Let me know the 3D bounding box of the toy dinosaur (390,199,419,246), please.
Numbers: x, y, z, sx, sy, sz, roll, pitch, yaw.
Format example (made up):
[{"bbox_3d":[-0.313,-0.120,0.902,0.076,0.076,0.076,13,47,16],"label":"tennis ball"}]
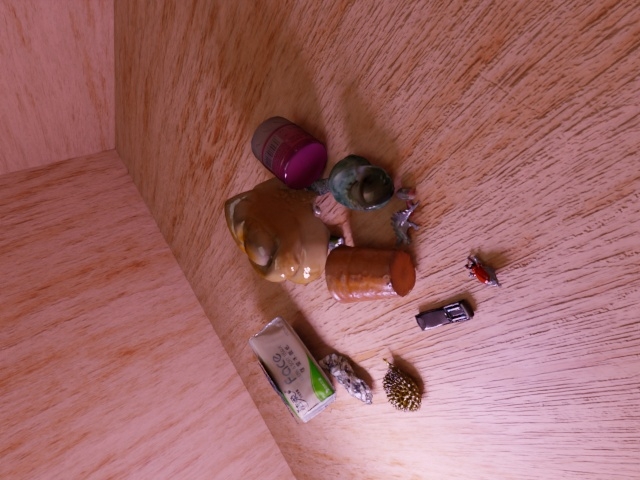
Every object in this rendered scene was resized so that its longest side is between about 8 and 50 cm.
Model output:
[{"bbox_3d":[0.228,-0.048,1.125,0.082,0.039,0.209,53,156,23],"label":"toy dinosaur"}]

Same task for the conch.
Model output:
[{"bbox_3d":[0.112,-0.162,1.159,0.176,0.122,0.188,-37,82,35],"label":"conch"}]

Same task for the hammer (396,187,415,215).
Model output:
[{"bbox_3d":[0.238,-0.102,1.111,0.053,0.031,0.083,14,133,54],"label":"hammer"}]

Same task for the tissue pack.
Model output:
[{"bbox_3d":[-0.120,0.581,1.832,0.405,0.205,0.331,51,166,22],"label":"tissue pack"}]

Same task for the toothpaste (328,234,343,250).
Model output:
[{"bbox_3d":[0.000,0.000,1.489,0.248,0.047,0.078,16,128,46],"label":"toothpaste"}]

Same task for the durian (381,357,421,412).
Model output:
[{"bbox_3d":[0.265,0.500,1.407,0.208,0.102,0.146,63,153,9],"label":"durian"}]

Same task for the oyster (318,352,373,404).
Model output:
[{"bbox_3d":[0.115,0.559,1.670,0.252,0.087,0.199,51,155,11],"label":"oyster"}]

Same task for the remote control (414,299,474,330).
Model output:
[{"bbox_3d":[0.346,0.215,1.167,0.059,0.028,0.212,59,146,6],"label":"remote control"}]

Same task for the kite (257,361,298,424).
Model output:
[{"bbox_3d":[-0.180,0.635,1.724,0.314,0.012,0.335,58,162,-3],"label":"kite"}]

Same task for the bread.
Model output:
[{"bbox_3d":[-0.145,-0.040,1.389,0.424,0.245,0.328,49,121,38],"label":"bread"}]

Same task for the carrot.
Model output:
[{"bbox_3d":[0.159,0.096,1.248,0.254,0.196,0.195,-7,105,44],"label":"carrot"}]

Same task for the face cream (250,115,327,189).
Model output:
[{"bbox_3d":[-0.102,-0.283,1.319,0.195,0.175,0.175,44,141,29],"label":"face cream"}]

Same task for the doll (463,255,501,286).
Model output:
[{"bbox_3d":[0.397,0.082,1.000,0.114,0.039,0.057,45,111,48],"label":"doll"}]

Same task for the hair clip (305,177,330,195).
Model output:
[{"bbox_3d":[0.006,-0.184,1.364,0.229,0.036,0.066,-1,117,54],"label":"hair clip"}]
